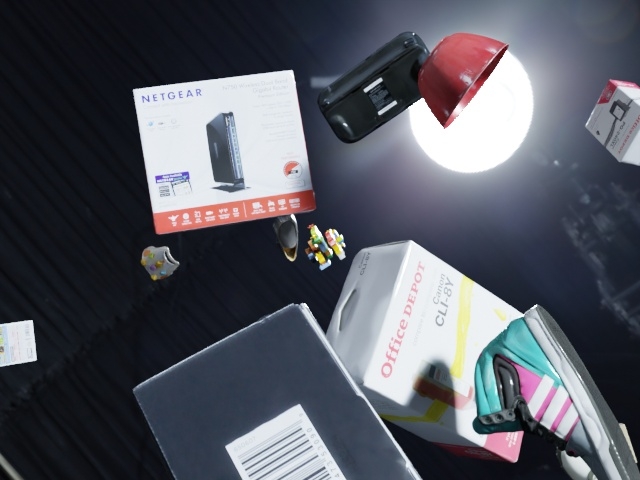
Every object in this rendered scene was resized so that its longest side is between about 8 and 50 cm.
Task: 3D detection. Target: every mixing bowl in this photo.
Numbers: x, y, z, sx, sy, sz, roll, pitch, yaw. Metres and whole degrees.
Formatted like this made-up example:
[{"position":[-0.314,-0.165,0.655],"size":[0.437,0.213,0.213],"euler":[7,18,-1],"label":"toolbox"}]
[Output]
[{"position":[0.239,-0.299,1.170],"size":[0.181,0.098,0.181],"euler":[-49,171,-10],"label":"mixing bowl"}]

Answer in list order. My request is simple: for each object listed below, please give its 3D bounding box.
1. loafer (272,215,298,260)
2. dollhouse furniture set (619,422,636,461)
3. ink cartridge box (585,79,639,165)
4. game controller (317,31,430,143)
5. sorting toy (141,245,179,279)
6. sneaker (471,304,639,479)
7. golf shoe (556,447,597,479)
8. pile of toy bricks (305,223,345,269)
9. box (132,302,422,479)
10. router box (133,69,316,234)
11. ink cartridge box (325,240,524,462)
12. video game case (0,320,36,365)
[{"position":[-0.078,-0.009,1.621],"size":[0.062,0.061,0.170],"euler":[-24,155,-8],"label":"loafer"},{"position":[0.851,0.617,2.018],"size":[0.151,0.144,0.123],"euler":[-16,172,4],"label":"dollhouse furniture set"},{"position":[0.595,-0.228,1.273],"size":[0.150,0.063,0.109],"euler":[-103,-156,-52],"label":"ink cartridge box"},{"position":[0.147,-0.388,1.693],"size":[0.319,0.166,0.067],"euler":[-32,-171,22],"label":"game controller"},{"position":[-0.366,0.048,1.518],"size":[0.075,0.083,0.045],"euler":[-26,-164,27],"label":"sorting toy"},{"position":[0.319,0.264,0.961],"size":[0.178,0.295,0.124],"euler":[-35,151,23],"label":"sneaker"},{"position":[0.708,0.594,1.613],"size":[0.105,0.273,0.120],"euler":[-47,166,-5],"label":"golf shoe"},{"position":[0.000,0.000,1.906],"size":[0.118,0.105,0.212],"euler":[-31,-166,6],"label":"pile of toy bricks"},{"position":[-0.037,0.445,1.049],"size":[0.297,0.480,0.471],"euler":[-26,151,-18],"label":"box"},{"position":[-0.201,-0.183,1.388],"size":[0.336,0.301,0.082],"euler":[-10,180,-9],"label":"router box"},{"position":[0.214,0.213,1.230],"size":[0.160,0.385,0.279],"euler":[-15,-131,56],"label":"ink cartridge box"},{"position":[-0.670,0.220,1.388],"size":[0.122,0.087,0.011],"euler":[-6,-179,-28],"label":"video game case"}]
